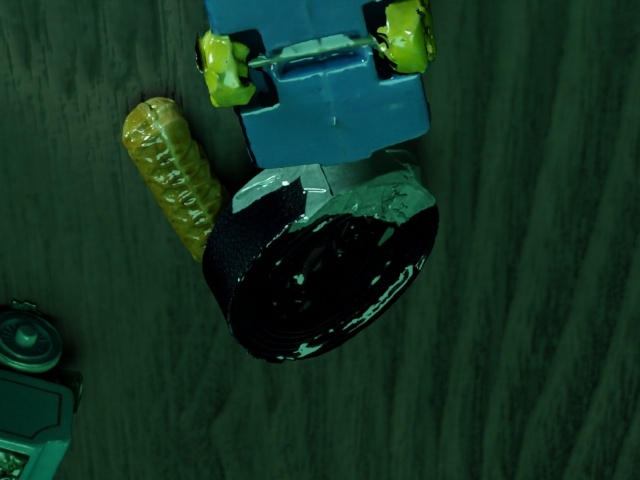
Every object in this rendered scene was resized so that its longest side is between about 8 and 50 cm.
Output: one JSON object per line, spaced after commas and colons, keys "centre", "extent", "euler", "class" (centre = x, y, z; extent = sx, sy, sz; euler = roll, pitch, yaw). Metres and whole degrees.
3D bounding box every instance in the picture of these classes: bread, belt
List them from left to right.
{"centre": [-0.103, -0.044, 1.336], "extent": [0.052, 0.044, 0.157], "euler": [-23, 129, 6], "class": "bread"}
{"centre": [0.000, 0.000, 1.338], "extent": [0.198, 0.078, 0.151], "euler": [-44, 136, 15], "class": "belt"}

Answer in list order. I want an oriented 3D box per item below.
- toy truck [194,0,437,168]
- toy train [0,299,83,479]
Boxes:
{"centre": [-0.023, -0.228, 1.116], "extent": [0.161, 0.162, 0.385], "euler": [-12, 130, 5], "class": "toy truck"}
{"centre": [-0.292, 0.130, 1.388], "extent": [0.203, 0.163, 0.112], "euler": [14, 125, -16], "class": "toy train"}
